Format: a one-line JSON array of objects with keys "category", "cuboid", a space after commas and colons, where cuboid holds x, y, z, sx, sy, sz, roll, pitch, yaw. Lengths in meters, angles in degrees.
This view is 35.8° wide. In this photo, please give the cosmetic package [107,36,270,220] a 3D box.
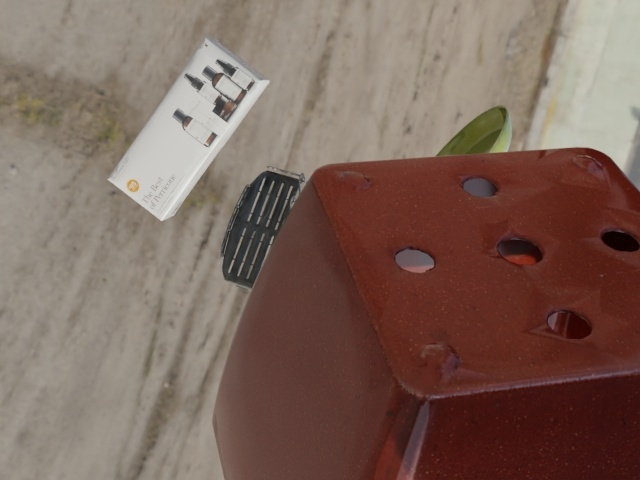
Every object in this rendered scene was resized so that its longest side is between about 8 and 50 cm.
[{"category": "cosmetic package", "cuboid": [-0.180, -0.151, 1.349, 0.239, 0.099, 0.060, -53, 177, 13]}]

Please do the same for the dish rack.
[{"category": "dish rack", "cuboid": [0.000, 0.000, 1.389, 0.074, 0.271, 0.208, 84, 24, -68]}]

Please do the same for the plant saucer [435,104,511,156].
[{"category": "plant saucer", "cuboid": [0.214, -0.104, 1.523, 0.241, 0.037, 0.241, -48, -169, 13]}]

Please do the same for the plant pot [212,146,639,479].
[{"category": "plant pot", "cuboid": [0.090, 0.096, 0.559, 0.267, 0.267, 0.236, -111, -159, -49]}]
